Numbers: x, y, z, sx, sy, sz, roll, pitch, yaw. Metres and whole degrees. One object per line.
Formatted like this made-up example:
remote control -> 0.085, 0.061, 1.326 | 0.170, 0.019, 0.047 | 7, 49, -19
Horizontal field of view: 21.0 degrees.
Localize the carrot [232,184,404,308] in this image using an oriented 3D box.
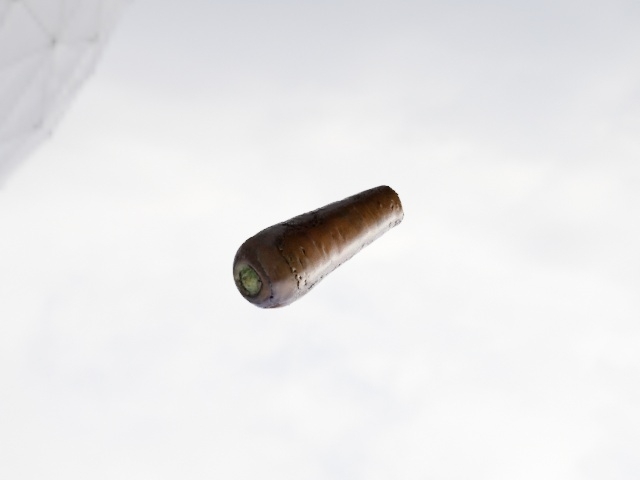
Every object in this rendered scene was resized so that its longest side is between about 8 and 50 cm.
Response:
carrot -> 0.000, 0.000, 1.204 | 0.055, 0.055, 0.161 | 21, -147, 29
